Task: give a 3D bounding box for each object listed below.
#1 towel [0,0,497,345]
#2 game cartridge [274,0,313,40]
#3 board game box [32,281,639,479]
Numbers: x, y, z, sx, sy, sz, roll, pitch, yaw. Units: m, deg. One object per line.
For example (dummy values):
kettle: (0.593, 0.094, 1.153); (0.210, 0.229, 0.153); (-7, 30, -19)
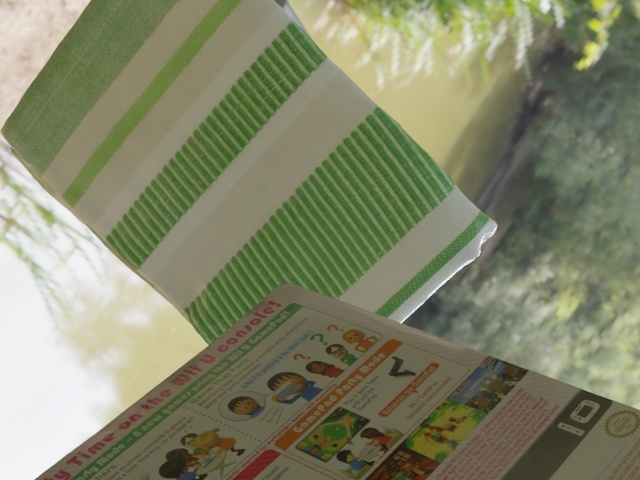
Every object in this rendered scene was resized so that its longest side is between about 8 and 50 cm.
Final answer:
towel: (-0.062, -0.046, 0.939); (0.248, 0.325, 0.038); (-45, -179, 28)
game cartridge: (-0.083, -0.141, 1.551); (0.196, 0.060, 0.294); (48, 59, -50)
board game box: (0.033, 0.150, 0.560); (0.224, 0.303, 0.098); (-37, 134, -38)
